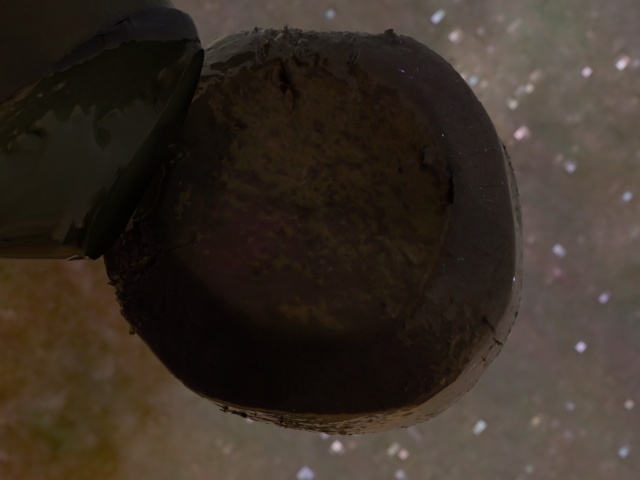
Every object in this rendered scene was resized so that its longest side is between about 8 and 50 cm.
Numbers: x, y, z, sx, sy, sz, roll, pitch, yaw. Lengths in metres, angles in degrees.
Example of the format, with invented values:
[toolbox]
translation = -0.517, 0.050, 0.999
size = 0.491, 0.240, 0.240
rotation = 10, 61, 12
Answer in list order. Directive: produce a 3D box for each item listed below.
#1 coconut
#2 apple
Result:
[coconut]
translation = 0.000, -0.002, 0.990
size = 0.227, 0.227, 0.230
rotation = 41, -5, 11
[apple]
translation = -0.162, -0.066, 0.830
size = 0.188, 0.207, 0.174
rotation = 8, 66, -66
